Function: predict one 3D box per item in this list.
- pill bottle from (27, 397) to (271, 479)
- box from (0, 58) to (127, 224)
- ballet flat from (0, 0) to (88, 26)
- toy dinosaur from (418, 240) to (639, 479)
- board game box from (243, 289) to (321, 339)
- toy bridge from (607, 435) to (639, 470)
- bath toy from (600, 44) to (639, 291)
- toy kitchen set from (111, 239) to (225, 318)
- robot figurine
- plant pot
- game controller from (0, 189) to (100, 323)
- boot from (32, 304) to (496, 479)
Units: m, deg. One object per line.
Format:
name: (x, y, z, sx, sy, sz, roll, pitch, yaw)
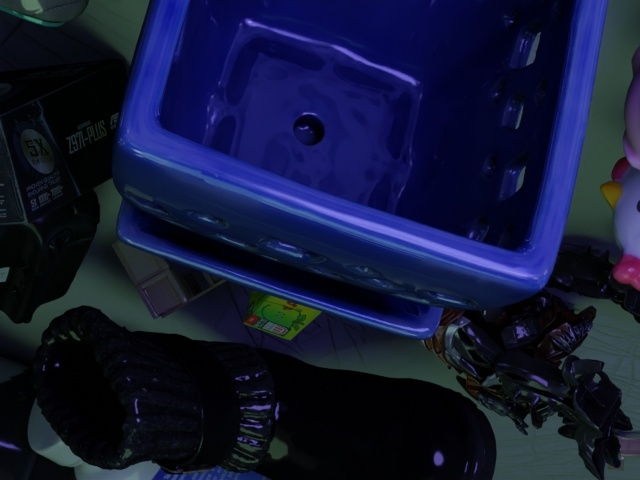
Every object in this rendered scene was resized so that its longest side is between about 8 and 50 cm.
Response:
pill bottle: (-0.148, 0.211, 1.648, 0.272, 0.152, 0.152, 32, 148, -29)
box: (-0.240, -0.066, 1.159, 0.180, 0.147, 0.077, -2, 109, 31)
ballet flat: (-0.245, -0.195, 1.039, 0.213, 0.072, 0.068, 15, 126, -3)
toy dinosaur: (0.140, 0.069, 1.259, 0.218, 0.164, 0.322, 18, 179, 30)
board game box: (0.000, 0.000, 1.240, 0.043, 0.092, 0.181, 20, 152, -14)
toy bridge: (0.359, 0.201, 1.519, 0.188, 0.026, 0.063, 7, 151, 13)
bath toy: (0.236, -0.077, 0.944, 0.151, 0.129, 0.348, 45, 157, 16)
toy kitchen set: (-0.123, 0.017, 1.409, 0.068, 0.075, 0.083, -30, -179, 5)
robot figurine: (-0.379, 0.187, 1.699, 0.278, 0.173, 0.209, 22, 141, -14)
plant pot: (0.012, -0.083, 0.940, 0.236, 0.236, 0.212, 18, 160, -7)
game controller: (-0.277, 0.016, 1.355, 0.166, 0.067, 0.319, -1, 166, -15)
boot: (-0.054, 0.152, 1.382, 0.348, 0.131, 0.260, 8, 173, 44)
